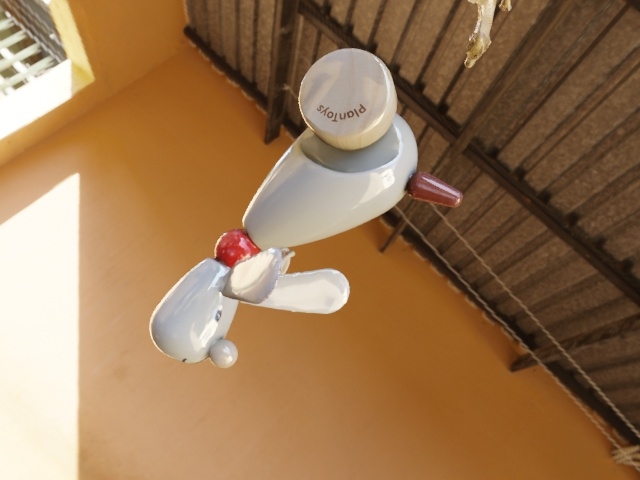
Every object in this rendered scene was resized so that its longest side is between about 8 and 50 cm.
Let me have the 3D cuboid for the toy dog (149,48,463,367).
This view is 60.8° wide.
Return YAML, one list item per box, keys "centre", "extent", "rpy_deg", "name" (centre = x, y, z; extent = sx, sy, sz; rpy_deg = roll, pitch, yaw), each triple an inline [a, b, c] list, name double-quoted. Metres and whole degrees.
- centre: [0.000, 0.000, 0.516]
  extent: [0.161, 0.220, 0.333]
  rpy_deg: [41, -68, 21]
  name: "toy dog"

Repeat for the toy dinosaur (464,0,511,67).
- centre: [0.121, -0.228, 0.413]
  extent: [0.053, 0.092, 0.183]
  rpy_deg: [8, -42, 40]
  name: "toy dinosaur"
